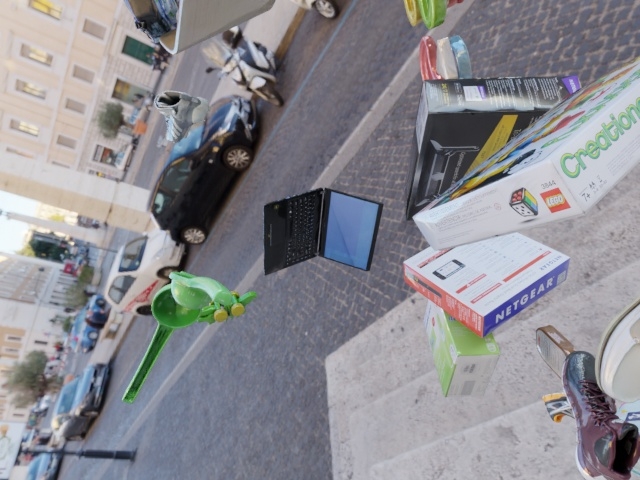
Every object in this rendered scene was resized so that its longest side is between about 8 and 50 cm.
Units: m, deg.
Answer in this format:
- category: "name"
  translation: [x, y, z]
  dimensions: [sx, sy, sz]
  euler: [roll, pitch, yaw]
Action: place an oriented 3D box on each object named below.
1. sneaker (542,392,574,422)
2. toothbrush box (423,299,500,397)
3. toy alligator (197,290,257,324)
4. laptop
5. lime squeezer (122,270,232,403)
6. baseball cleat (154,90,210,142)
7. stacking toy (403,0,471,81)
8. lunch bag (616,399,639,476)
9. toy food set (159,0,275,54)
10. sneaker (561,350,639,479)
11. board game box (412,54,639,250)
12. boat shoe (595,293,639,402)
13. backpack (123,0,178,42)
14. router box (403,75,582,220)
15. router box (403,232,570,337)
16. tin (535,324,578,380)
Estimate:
- category: "sneaker"
  translation: [0.792, 0.503, 1.333]
  dimensions: [0.215, 0.084, 0.083]
  euler: [-38, 44, 48]
- category: "toothbrush box"
  translation: [0.404, 0.282, 1.291]
  dimensions: [0.283, 0.122, 0.206]
  euler: [-91, 0, -49]
- category: "toy alligator"
  translation: [-0.227, 0.160, 0.951]
  dimensions: [0.056, 0.189, 0.051]
  euler: [-129, 27, -50]
- category: "laptop"
  translation: [0.000, 0.000, 1.115]
  dimensions: [0.136, 0.264, 0.234]
  euler: [46, 144, 39]
- category: "lime squeezer"
  translation: [-0.155, 0.077, 0.467]
  dimensions: [0.310, 0.058, 0.110]
  euler: [-42, 14, 43]
- category: "baseball cleat"
  translation: [-0.330, -0.285, 0.987]
  dimensions: [0.205, 0.109, 0.072]
  euler: [-17, 62, 48]
- category: "stacking toy"
  translation: [0.292, -0.482, 0.977]
  dimensions: [0.279, 0.130, 0.309]
  euler: [-81, -25, -75]
- category: "lunch bag"
  translation: [0.864, 0.499, 1.075]
  dimensions: [0.262, 0.223, 0.160]
  euler: [15, 115, 43]
- category: "toy food set"
  translation: [-0.158, -0.445, 0.708]
  dimensions: [0.219, 0.092, 0.306]
  euler: [-37, 6, -22]
- category: "sneaker"
  translation: [0.601, 0.358, 0.915]
  dimensions: [0.163, 0.106, 0.282]
  euler: [83, -170, -62]
- category: "board game box"
  translation: [0.257, -0.104, 0.446]
  dimensions: [0.305, 0.053, 0.193]
  euler: [-36, 3, -21]
- category: "boat shoe"
  translation: [0.577, 0.152, 0.729]
  dimensions: [0.103, 0.113, 0.303]
  euler: [-82, 15, -77]
- category: "backpack"
  translation: [-0.310, -0.430, 0.810]
  dimensions: [0.105, 0.084, 0.114]
  euler: [64, 175, -5]
- category: "router box"
  translation: [0.291, -0.150, 0.802]
  dimensions: [0.309, 0.242, 0.081]
  euler: [85, -174, -60]
- category: "router box"
  translation: [0.461, 0.085, 1.245]
  dimensions: [0.301, 0.335, 0.082]
  euler: [40, 150, 49]
- category: "tin"
  translation: [0.624, 0.297, 1.148]
  dimensions: [0.190, 0.040, 0.106]
  euler: [-95, -2, -73]
